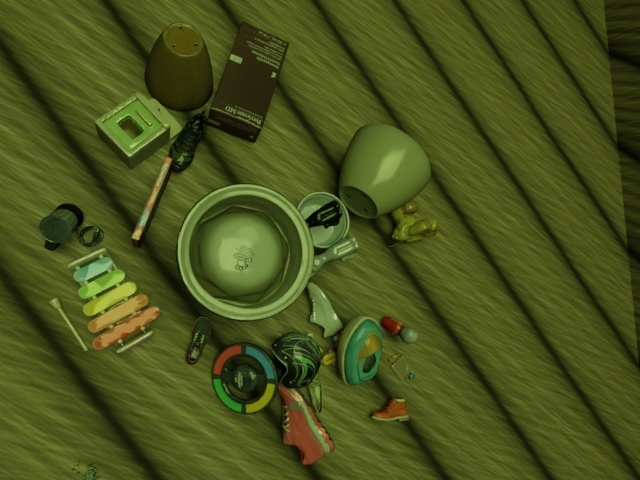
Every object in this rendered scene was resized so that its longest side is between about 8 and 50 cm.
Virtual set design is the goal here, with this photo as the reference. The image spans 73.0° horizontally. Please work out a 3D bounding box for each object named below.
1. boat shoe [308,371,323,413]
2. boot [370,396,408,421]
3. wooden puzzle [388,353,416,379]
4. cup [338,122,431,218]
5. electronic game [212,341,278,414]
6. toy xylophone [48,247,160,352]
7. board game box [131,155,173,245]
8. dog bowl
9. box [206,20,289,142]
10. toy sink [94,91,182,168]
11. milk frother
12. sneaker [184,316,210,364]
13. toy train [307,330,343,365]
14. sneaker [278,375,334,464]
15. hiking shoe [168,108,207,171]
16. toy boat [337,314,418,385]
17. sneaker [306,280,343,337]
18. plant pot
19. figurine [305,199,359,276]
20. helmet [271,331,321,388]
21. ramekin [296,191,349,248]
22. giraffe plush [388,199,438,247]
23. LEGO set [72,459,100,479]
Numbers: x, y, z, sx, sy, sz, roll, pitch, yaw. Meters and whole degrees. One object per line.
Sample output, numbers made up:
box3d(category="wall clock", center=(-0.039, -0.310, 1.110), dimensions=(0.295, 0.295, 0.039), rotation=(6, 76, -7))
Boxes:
box3d(category="boat shoe", center=(-0.016, 0.522, 1.507), dimensions=(0.056, 0.048, 0.153), rotation=(1, 79, -20))
box3d(category="boot", center=(0.251, 0.620, 1.587), dimensions=(0.158, 0.059, 0.085), rotation=(6, 74, -28))
box3d(category="wooden puzzle", center=(0.311, 0.484, 1.657), dimensions=(0.078, 0.014, 0.116), rotation=(-31, 91, -18))
box3d(category="cup", center=(0.197, -0.218, 1.576), dimensions=(0.331, 0.331, 0.237), rotation=(41, 67, -9))
box3d(category="electronic game", center=(-0.243, 0.441, 1.385), dimensions=(0.229, 0.048, 0.229), rotation=(0, 91, 15))
box3d(category="toy xylophone", center=(-0.659, 0.200, 1.314), dimensions=(0.236, 0.081, 0.323), rotation=(-39, 94, -22))
box3d(category="board game box", center=(-0.537, -0.121, 1.387), dimensions=(0.027, 0.145, 0.281), rotation=(21, 73, -15))
box3d(category="dog bowl", center=(-0.234, 0.039, 1.328), dimensions=(0.408, 0.150, 0.408), rotation=(3, 81, -21))
box3d(category="box", center=(-0.265, -0.578, 1.585), dimensions=(0.191, 0.143, 0.381), rotation=(18, 75, -17))
box3d(category="toy sink", center=(-0.588, -0.379, 1.426), dimensions=(0.153, 0.131, 0.234), rotation=(48, 67, -7))
box3d(category="milk frother", center=(-0.741, -0.030, 1.299), dimensions=(0.143, 0.135, 0.129), rotation=(7, 108, -16))
box3d(category="sneaker", center=(-0.391, 0.325, 1.397), dimensions=(0.061, 0.065, 0.158), rotation=(16, 75, -17))
box3d(category="toy train", center=(0.015, 0.378, 1.543), dimensions=(0.166, 0.046, 0.125), rotation=(9, 87, -21))
box3d(category="sneaker", center=(-0.081, 0.602, 1.433), dimensions=(0.136, 0.116, 0.314), rotation=(-33, 90, -18))
box3d(category="hiking shoe", center=(-0.455, -0.346, 1.478), dimensions=(0.086, 0.114, 0.227), rotation=(23, 73, -14))
box3d(category="toy boat", center=(0.200, 0.366, 1.536), dimensions=(0.318, 0.148, 0.268), rotation=(-21, 121, -35))
box3d(category="sneaker", center=(-0.007, 0.251, 1.555), dimensions=(0.094, 0.080, 0.212), rotation=(-31, 93, -11))
box3d(category="plant pot", center=(-0.465, -0.597, 1.450), dimensions=(0.237, 0.254, 0.237), rotation=(4, 79, -20))
box3d(category="figurine", center=(0.000, 0.000, 1.487), dimensions=(0.209, 0.092, 0.215), rotation=(-26, 90, -15))
box3d(category="helmet", center=(-0.080, 0.382, 1.415), dimensions=(0.169, 0.169, 0.162), rotation=(1, 108, -20))
box3d(category="ramekin", center=(-0.008, -0.065, 1.594), dimensions=(0.207, 0.109, 0.207), rotation=(4, 77, -19))
box3d(category="giraffe plush", center=(0.345, -0.086, 1.722), dimensions=(0.210, 0.181, 0.170), rotation=(-19, 74, 12))
box3d(category="LEGO set", center=(-0.673, 0.669, 1.247), dimensions=(0.083, 0.023, 0.054), rotation=(17, 74, -17))
